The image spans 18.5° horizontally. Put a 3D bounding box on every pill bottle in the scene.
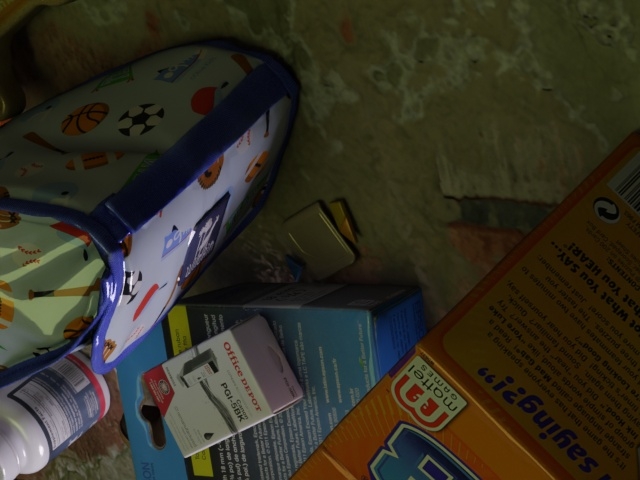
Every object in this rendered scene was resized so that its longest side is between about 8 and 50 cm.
[{"bbox_3d":[-0.346,0.215,2.337,0.108,0.180,0.108,23,132,28],"label":"pill bottle"}]

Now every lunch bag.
[{"bbox_3d":[-0.225,-0.026,1.944,0.385,0.328,0.239,-23,107,46],"label":"lunch bag"}]

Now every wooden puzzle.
[{"bbox_3d":[0.000,0.000,2.007,0.116,0.014,0.078,-19,102,47],"label":"wooden puzzle"}]

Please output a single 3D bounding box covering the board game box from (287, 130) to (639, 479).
[{"bbox_3d":[0.225,0.203,1.700,0.356,0.356,0.356,45,139,5],"label":"board game box"}]

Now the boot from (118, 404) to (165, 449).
[{"bbox_3d":[-0.129,0.164,2.208,0.248,0.090,0.207,15,116,34],"label":"boot"}]

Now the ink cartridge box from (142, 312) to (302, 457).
[{"bbox_3d":[-0.099,0.146,1.966,0.135,0.056,0.099,-30,87,37],"label":"ink cartridge box"}]

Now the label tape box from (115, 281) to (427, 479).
[{"bbox_3d":[-0.045,0.168,2.039,0.334,0.106,0.240,1,106,34],"label":"label tape box"}]

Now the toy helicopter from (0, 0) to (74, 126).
[{"bbox_3d":[-0.372,-0.243,2.092,0.355,0.140,0.235,-30,89,38],"label":"toy helicopter"}]
